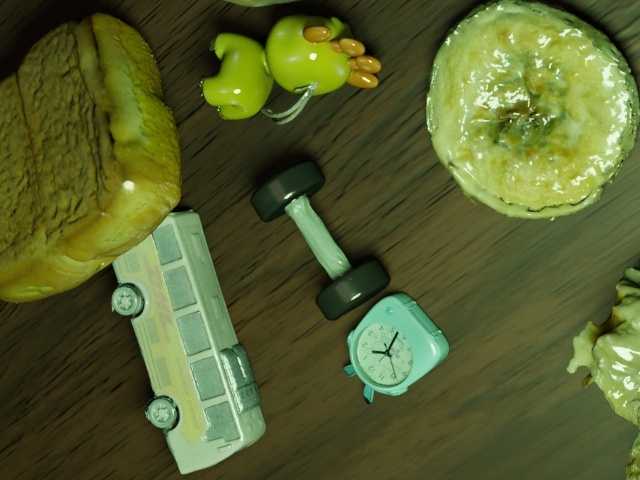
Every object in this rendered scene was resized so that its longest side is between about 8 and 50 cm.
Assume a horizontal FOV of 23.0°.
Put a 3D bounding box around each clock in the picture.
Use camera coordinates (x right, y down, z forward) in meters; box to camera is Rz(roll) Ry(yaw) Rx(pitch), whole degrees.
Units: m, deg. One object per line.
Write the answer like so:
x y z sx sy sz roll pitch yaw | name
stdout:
0.084 0.146 2.000 0.108 0.045 0.147 50 117 12 | clock

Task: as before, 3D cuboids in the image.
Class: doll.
-0.034 -0.220 1.954 0.221 0.143 0.135 -2 63 29 | doll

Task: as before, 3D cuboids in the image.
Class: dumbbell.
0.000 0.000 1.988 0.100 0.100 0.191 -36 81 27 | dumbbell

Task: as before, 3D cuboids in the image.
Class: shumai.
0.419 0.121 1.717 0.262 0.267 0.314 64 148 22 | shumai

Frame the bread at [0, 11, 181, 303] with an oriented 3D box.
-0.329 -0.099 2.078 0.328 0.148 0.337 -39 52 29 | bread

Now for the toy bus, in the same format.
-0.180 0.134 2.110 0.138 0.097 0.342 -19 88 22 | toy bus

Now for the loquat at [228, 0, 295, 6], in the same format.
-0.066 -0.377 1.917 0.227 0.179 0.179 -2 98 27 | loquat

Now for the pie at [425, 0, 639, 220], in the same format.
0.247 -0.157 1.858 0.274 0.055 0.274 5 101 27 | pie
